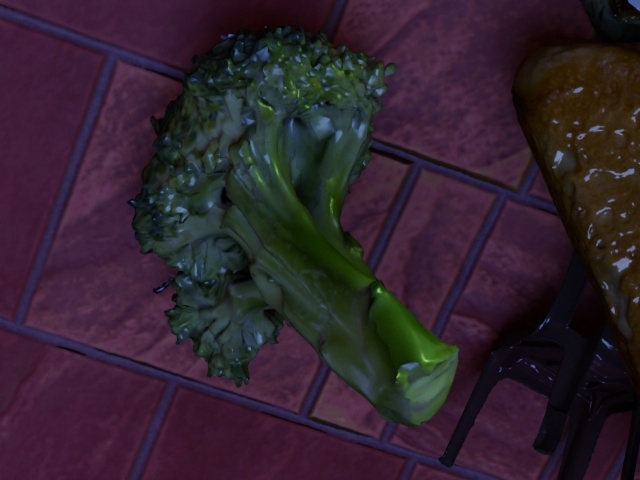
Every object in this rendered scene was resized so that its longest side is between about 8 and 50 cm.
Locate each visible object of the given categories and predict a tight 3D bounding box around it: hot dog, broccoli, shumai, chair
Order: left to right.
[{"bbox_3d":[-0.013,-0.031,1.497,0.275,0.397,0.353,-28,111,-15],"label":"broccoli"},{"bbox_3d":[0.286,0.118,1.715,0.176,0.183,0.326,32,66,-15],"label":"chair"},{"bbox_3d":[0.310,-0.233,1.560,0.099,0.087,0.123,-27,115,10],"label":"shumai"},{"bbox_3d":[0.348,-0.025,1.533,0.223,0.185,0.405,-22,82,2],"label":"hot dog"}]
